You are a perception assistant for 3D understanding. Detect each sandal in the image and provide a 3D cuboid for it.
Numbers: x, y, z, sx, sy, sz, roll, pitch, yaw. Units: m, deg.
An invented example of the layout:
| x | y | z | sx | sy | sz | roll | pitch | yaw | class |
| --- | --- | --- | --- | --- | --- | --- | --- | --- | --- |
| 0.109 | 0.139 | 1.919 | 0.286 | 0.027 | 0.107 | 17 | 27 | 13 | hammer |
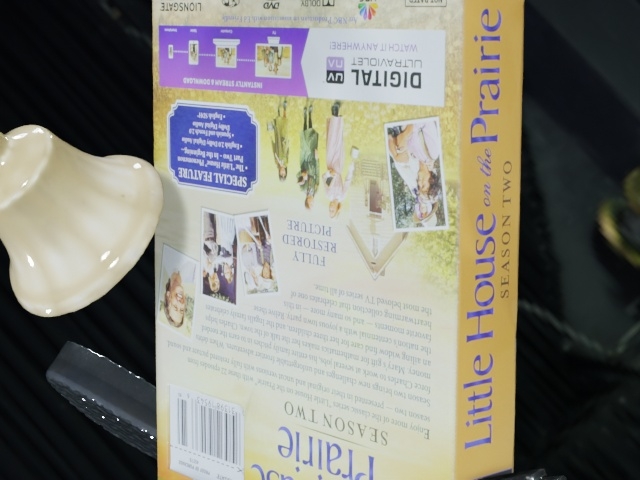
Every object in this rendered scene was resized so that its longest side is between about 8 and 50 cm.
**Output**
| x | y | z | sx | sy | sz | roll | pitch | yaw | class |
| --- | --- | --- | --- | --- | --- | --- | --- | --- | --- |
| -0.049 | 0.174 | 1.296 | 0.107 | 0.445 | 0.167 | -56 | -29 | -17 | sandal |

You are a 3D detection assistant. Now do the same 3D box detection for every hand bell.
| x | y | z | sx | sy | sz | roll | pitch | yaw | class |
| --- | --- | --- | --- | --- | --- | --- | --- | --- | --- |
| -0.217 | -0.068 | 0.912 | 0.126 | 0.126 | 0.242 | -43 | -50 | 1 | hand bell |

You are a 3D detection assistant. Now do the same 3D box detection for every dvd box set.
| x | y | z | sx | sy | sz | roll | pitch | yaw | class |
| --- | --- | --- | --- | --- | --- | --- | --- | --- | --- |
| 0.000 | 0.000 | 0.972 | 0.062 | 0.420 | 0.307 | -7 | 10 | -40 | dvd box set |

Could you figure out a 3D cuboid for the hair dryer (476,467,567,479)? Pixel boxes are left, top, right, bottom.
| x | y | z | sx | sy | sz | roll | pitch | yaw | class |
| --- | --- | --- | --- | --- | --- | --- | --- | --- | --- |
| 0.176 | 0.178 | 0.664 | 0.293 | 0.080 | 0.223 | -8 | 23 | 24 | hair dryer |
